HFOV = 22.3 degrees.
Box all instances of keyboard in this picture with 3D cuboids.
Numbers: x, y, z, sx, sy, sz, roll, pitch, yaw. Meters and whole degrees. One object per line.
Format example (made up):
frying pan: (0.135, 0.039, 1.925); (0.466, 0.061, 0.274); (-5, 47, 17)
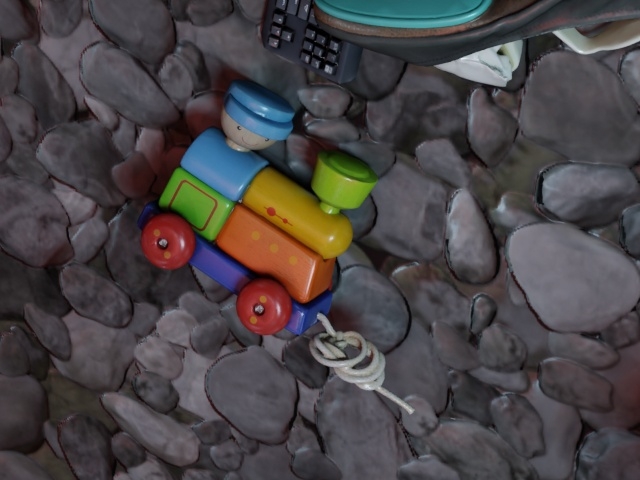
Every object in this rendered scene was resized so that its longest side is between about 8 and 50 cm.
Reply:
keyboard: (0.018, -0.196, 1.117); (0.108, 0.023, 0.180); (24, 124, 17)

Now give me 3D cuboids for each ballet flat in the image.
ballet flat: (0.130, -0.148, 1.035); (0.280, 0.095, 0.096); (-7, 134, 30)

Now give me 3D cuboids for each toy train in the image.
toy train: (0.000, 0.000, 1.184); (0.248, 0.105, 0.143); (34, 112, 11)
